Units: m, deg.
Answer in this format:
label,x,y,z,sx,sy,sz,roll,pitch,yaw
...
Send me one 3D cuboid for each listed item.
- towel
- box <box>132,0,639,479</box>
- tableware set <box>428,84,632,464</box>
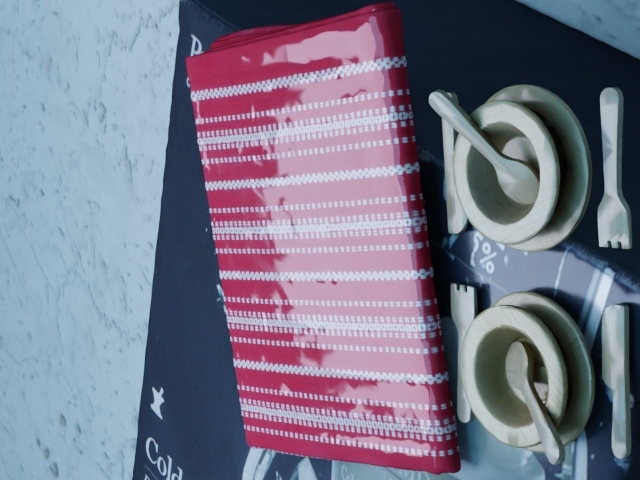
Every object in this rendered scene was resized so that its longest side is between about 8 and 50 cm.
label,x,y,z,sx,sy,sz,roll,pitch,yaw
towel,0.000,0.000,0.870,0.199,0.031,0.274,-3,97,52
box,0.113,0.110,1.022,0.480,0.297,0.471,36,126,43
tableware set,0.099,0.017,0.733,0.128,0.039,0.194,5,100,52
